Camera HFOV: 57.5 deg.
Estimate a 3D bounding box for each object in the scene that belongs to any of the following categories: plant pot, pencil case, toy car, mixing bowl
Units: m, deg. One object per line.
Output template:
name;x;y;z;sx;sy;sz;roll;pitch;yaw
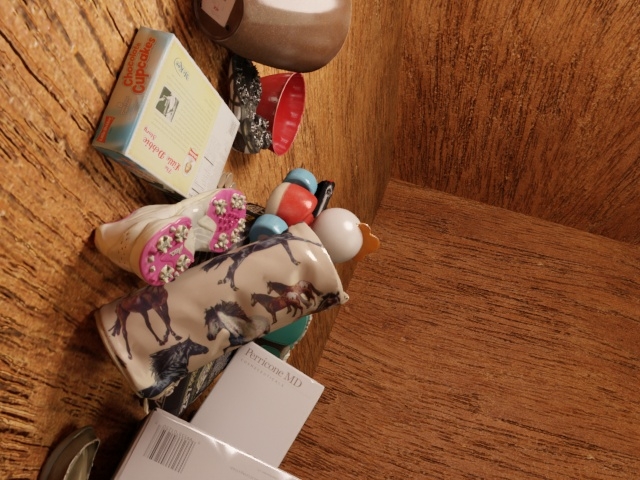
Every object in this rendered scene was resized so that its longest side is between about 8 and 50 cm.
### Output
plant pot;-0.097;-0.392;0.984;0.230;0.215;0.215;-25;133;-54
pencil case;-0.152;0.115;0.989;0.160;0.410;0.183;33;-37;62
toy car;0.000;0.000;1.202;0.219;0.238;0.210;-62;166;-49
mixing bowl;-0.109;-0.282;1.255;0.181;0.098;0.181;17;90;-77

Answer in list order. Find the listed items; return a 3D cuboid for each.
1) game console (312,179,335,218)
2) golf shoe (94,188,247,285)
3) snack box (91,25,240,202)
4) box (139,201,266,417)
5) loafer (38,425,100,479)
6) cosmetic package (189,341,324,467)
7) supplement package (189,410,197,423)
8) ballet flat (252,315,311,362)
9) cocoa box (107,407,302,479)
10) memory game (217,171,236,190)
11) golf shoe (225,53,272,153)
game console;-0.097;0.052;1.487;0.342;0.060;0.386;-23;-137;62
golf shoe;-0.231;-0.029;0.949;0.306;0.140;0.115;-33;133;-63
snack box;-0.232;-0.175;0.948;0.322;0.060;0.187;52;55;-75
box;-0.223;0.136;1.240;0.318;0.097;0.394;-48;159;-71
loafer;-0.405;0.427;0.937;0.094;0.087;0.251;42;66;-77
cosmetic package;-0.203;0.488;1.366;0.453;0.230;0.161;-58;173;-18
supplement package;-0.245;0.577;1.585;0.262;0.199;0.198;51;57;-77
ballet flat;-0.131;0.256;1.657;0.409;0.147;0.147;-62;178;40
cocoa box;-0.230;0.504;1.097;0.228;0.347;0.231;-44;-161;60
memory game;-0.217;-0.054;1.184;0.186;0.012;0.186;19;90;-79
golf shoe;-0.161;-0.265;1.140;0.077;0.094;0.198;-18;103;-52
